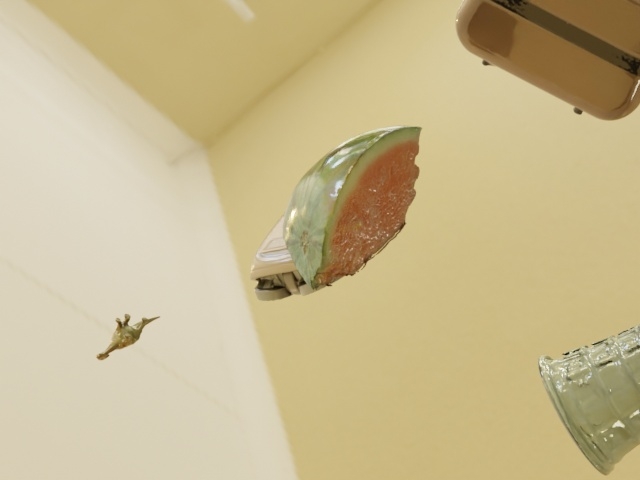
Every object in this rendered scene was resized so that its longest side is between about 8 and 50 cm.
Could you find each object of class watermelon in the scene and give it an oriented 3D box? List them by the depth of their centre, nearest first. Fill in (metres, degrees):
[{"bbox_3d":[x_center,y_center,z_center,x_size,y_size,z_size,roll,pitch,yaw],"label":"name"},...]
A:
[{"bbox_3d":[0.014,-0.060,1.586,0.146,0.231,0.128,14,136,43],"label":"watermelon"}]

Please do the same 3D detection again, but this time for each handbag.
[{"bbox_3d":[0.372,-0.347,1.851,0.302,0.283,0.149,30,-152,6],"label":"handbag"}]

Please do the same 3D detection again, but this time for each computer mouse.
[{"bbox_3d":[0.000,0.000,1.692,0.082,0.145,0.236,63,-145,-24],"label":"computer mouse"}]

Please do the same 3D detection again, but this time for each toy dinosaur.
[{"bbox_3d":[-0.199,0.093,1.350,0.026,0.041,0.113,34,-144,10],"label":"toy dinosaur"}]

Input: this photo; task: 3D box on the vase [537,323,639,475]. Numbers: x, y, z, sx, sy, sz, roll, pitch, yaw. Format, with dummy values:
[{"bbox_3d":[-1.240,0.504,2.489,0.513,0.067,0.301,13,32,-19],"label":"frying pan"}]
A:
[{"bbox_3d":[0.385,0.108,1.311,0.143,0.299,0.143,50,-163,-22],"label":"vase"}]
